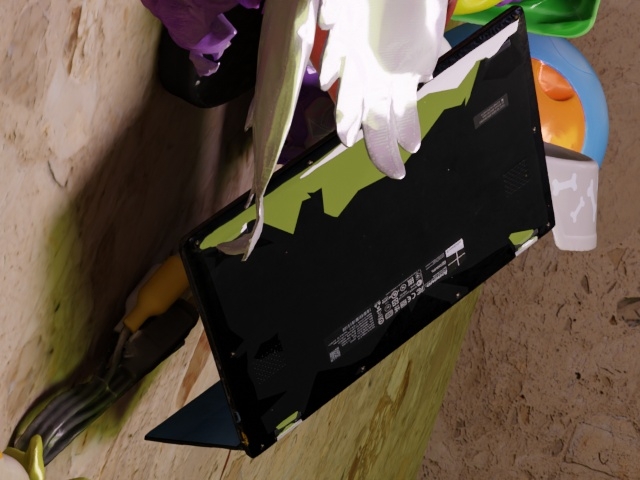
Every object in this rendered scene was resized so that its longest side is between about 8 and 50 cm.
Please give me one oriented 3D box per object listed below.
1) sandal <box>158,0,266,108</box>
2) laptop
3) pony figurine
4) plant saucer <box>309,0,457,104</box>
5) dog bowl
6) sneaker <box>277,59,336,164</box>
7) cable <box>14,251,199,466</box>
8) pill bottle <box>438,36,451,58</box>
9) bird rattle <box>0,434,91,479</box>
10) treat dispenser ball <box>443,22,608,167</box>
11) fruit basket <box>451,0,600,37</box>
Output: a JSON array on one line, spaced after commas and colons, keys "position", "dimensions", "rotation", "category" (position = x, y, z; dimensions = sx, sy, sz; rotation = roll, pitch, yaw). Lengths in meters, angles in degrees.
[{"position": [-0.015, -0.260, 1.738], "dimensions": [0.446, 0.107, 0.167], "rotation": [-32, 145, -49], "category": "sandal"}, {"position": [0.000, 0.000, 1.752], "dimensions": [0.382, 0.236, 0.408], "rotation": [-37, 136, -23], "category": "laptop"}, {"position": [-0.027, -0.203, 1.114], "dimensions": [0.303, 0.363, 0.351], "rotation": [-44, 154, -63], "category": "pony figurine"}, {"position": [0.022, -0.259, 1.575], "dimensions": [0.259, 0.048, 0.258], "rotation": [61, 31, -12], "category": "plant saucer"}, {"position": [0.167, -0.081, 2.220], "dimensions": [0.349, 0.349, 0.102], "rotation": [-19, 124, -74], "category": "dog bowl"}, {"position": [-0.025, -0.130, 1.906], "dimensions": [0.104, 0.095, 0.236], "rotation": [-58, 167, -9], "category": "sneaker"}, {"position": [-0.199, 0.114, 1.724], "dimensions": [0.287, 0.072, 0.139], "rotation": [-43, 172, -37], "category": "cable"}, {"position": [0.098, -0.197, 2.147], "dimensions": [0.193, 0.108, 0.108], "rotation": [-104, -146, -81], "category": "pill bottle"}, {"position": [-0.287, 0.256, 1.483], "dimensions": [0.253, 0.143, 0.207], "rotation": [-49, 150, -20], "category": "bird rattle"}, {"position": [0.237, -0.152, 2.508], "dimensions": [0.288, 0.288, 0.288], "rotation": [22, 90, -78], "category": "treat dispenser ball"}, {"position": [0.200, -0.369, 2.112], "dimensions": [0.392, 0.283, 0.392], "rotation": [9, 90, -90], "category": "fruit basket"}]
